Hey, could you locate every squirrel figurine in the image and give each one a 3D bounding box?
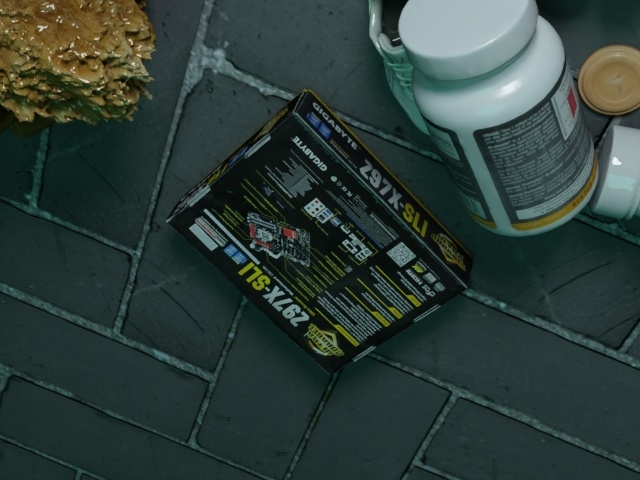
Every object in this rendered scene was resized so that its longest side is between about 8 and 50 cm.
[{"bbox_3d":[-0.374,-0.204,1.049,0.396,0.370,0.281,-18,115,25],"label":"squirrel figurine"}]

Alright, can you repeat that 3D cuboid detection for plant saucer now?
[{"bbox_3d":[0.334,-0.180,1.087,0.083,0.013,0.084,7,124,11],"label":"plant saucer"}]

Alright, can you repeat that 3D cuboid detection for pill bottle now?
[{"bbox_3d":[0.189,-0.142,1.013,0.162,0.162,0.278,-10,140,21],"label":"pill bottle"},{"bbox_3d":[0.427,-0.057,1.069,0.229,0.131,0.131,12,124,7],"label":"pill bottle"}]

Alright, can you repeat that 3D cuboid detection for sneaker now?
[{"bbox_3d":[0.096,-0.209,1.071,0.090,0.115,0.232,-12,118,23],"label":"sneaker"}]

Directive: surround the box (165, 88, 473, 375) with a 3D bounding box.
[{"bbox_3d":[0.000,0.000,1.258,0.322,0.079,0.257,44,124,-14],"label":"box"}]
